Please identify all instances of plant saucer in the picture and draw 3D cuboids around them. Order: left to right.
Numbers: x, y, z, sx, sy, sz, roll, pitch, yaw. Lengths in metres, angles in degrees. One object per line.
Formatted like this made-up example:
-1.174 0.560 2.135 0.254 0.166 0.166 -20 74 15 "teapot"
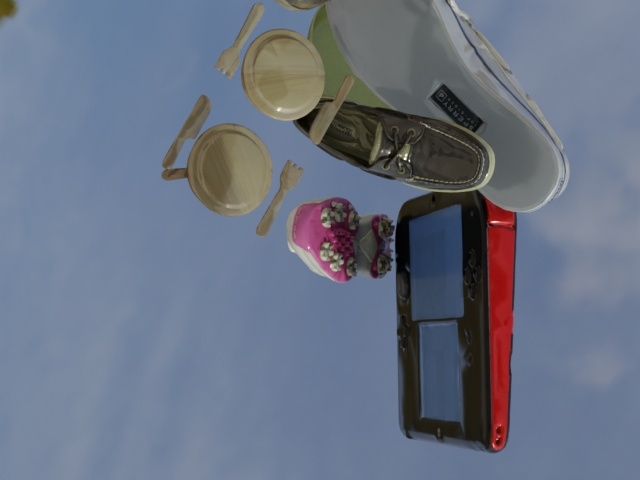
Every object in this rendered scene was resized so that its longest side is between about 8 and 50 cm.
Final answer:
0.055 -0.219 2.091 0.037 0.241 0.241 -25 -135 36 "plant saucer"

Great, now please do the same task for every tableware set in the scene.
-0.065 -0.111 1.417 0.039 0.128 0.194 -4 -126 60 "tableware set"

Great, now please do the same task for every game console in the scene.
0.168 0.101 2.012 0.386 0.060 0.342 162 -68 -76 "game console"

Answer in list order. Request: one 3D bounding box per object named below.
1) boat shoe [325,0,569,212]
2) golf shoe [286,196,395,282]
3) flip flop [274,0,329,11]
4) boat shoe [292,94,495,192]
0.158 -0.189 1.732 0.136 0.367 0.156 -47 168 19 "boat shoe"
0.000 0.000 2.107 0.140 0.306 0.115 6 -95 22 "golf shoe"
-0.004 -0.281 1.519 0.080 0.112 0.277 -26 -171 31 "flip flop"
0.071 -0.099 1.591 0.223 0.073 0.080 19 -75 22 "boat shoe"
